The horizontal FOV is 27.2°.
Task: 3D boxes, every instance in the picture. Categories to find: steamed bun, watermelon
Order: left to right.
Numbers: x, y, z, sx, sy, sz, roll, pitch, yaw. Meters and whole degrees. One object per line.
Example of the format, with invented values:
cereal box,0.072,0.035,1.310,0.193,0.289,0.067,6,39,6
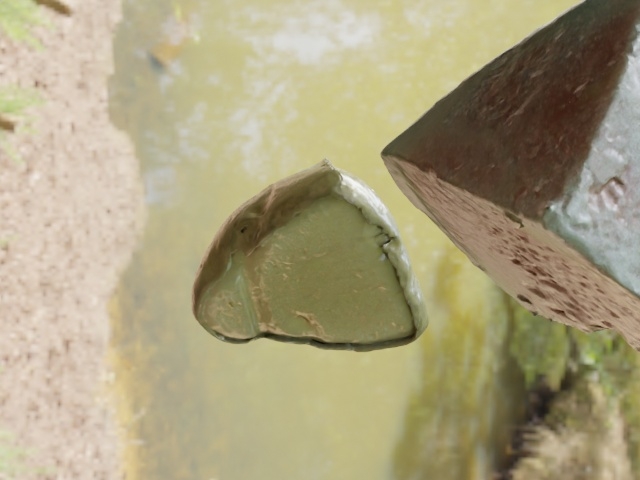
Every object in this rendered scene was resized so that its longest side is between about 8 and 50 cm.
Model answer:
steamed bun,-0.023,0.014,1.245,0.110,0.212,0.231,-89,162,-45
watermelon,0.171,-0.010,0.776,0.213,0.261,0.201,38,41,-29
